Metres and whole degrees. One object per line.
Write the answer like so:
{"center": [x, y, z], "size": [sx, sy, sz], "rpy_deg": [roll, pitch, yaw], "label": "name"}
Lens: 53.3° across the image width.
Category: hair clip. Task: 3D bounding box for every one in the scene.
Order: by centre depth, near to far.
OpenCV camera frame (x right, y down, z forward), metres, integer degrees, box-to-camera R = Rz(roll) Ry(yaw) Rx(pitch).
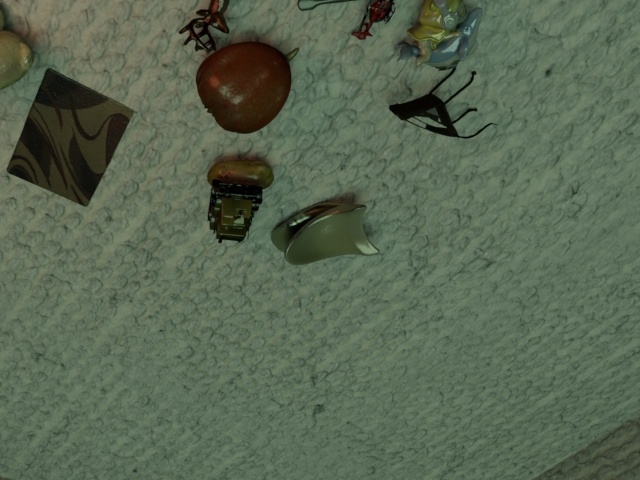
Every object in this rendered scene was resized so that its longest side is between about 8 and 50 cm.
{"center": [0.004, -0.013, 1.756], "size": [0.282, 0.113, 0.172], "rpy_deg": [-19, 126, 3], "label": "hair clip"}

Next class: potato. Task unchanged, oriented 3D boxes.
{"center": [-0.207, -0.164, 1.632], "size": [0.170, 0.080, 0.107], "rpy_deg": [1, 170, 10], "label": "potato"}

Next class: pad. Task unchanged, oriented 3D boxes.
{"center": [-0.632, -0.245, 1.596], "size": [0.220, 0.004, 0.330], "rpy_deg": [25, 121, -20], "label": "pad"}

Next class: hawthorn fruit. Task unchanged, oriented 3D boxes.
{"center": [-0.154, -0.364, 1.442], "size": [0.251, 0.199, 0.199], "rpy_deg": [-35, 122, 6], "label": "hawthorn fruit"}

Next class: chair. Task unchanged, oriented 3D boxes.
{"center": [0.281, -0.307, 1.515], "size": [0.213, 0.174, 0.149], "rpy_deg": [-26, 120, 2], "label": "chair"}

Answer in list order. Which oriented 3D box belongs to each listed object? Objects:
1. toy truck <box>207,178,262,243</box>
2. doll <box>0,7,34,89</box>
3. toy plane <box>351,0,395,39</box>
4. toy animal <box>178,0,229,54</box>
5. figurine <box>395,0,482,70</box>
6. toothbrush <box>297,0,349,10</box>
{"center": [-0.226, -0.061, 1.634], "size": [0.127, 0.127, 0.257], "rpy_deg": [5, 166, -12], "label": "toy truck"}
{"center": [-0.756, -0.446, 1.370], "size": [0.175, 0.149, 0.278], "rpy_deg": [-38, 107, 10], "label": "doll"}
{"center": [0.121, -0.502, 1.419], "size": [0.060, 0.037, 0.145], "rpy_deg": [10, 144, -22], "label": "toy plane"}
{"center": [-0.234, -0.560, 1.358], "size": [0.260, 0.087, 0.243], "rpy_deg": [-33, 108, 16], "label": "toy animal"}
{"center": [0.261, -0.465, 1.422], "size": [0.208, 0.128, 0.184], "rpy_deg": [-20, 123, 16], "label": "figurine"}
{"center": [0.096, -0.545, 1.410], "size": [0.297, 0.030, 0.030], "rpy_deg": [-8, 123, 1], "label": "toothbrush"}
